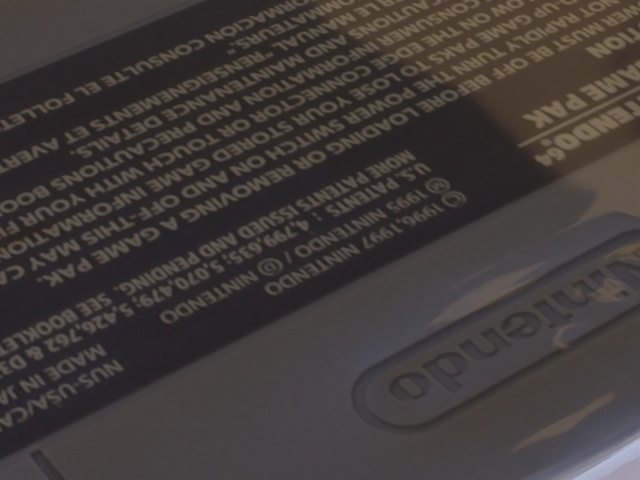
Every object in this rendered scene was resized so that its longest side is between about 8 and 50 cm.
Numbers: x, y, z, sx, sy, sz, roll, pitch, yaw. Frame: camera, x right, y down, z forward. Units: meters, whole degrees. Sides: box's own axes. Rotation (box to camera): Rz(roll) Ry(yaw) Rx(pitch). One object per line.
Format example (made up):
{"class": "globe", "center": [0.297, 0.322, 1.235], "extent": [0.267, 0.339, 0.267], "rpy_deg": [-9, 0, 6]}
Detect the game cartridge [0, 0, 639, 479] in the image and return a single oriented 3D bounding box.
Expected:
{"class": "game cartridge", "center": [0.000, 0.000, 0.390], "extent": [0.297, 0.062, 0.198], "rpy_deg": [-26, -130, -25]}
